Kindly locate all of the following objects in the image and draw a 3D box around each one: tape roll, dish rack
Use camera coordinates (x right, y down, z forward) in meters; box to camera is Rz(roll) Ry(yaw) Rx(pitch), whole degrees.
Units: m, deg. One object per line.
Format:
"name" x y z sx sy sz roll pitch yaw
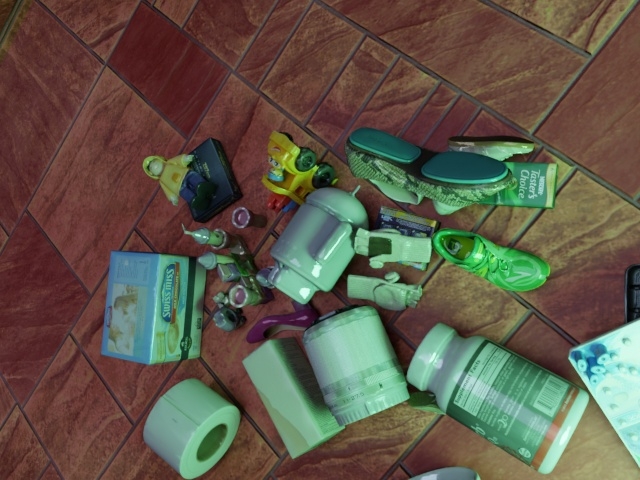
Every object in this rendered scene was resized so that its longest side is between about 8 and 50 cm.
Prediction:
"tape roll" -0.388 0.571 1.664 0.169 0.246 0.246 27 98 27
"dish rack" 0.802 0.155 1.156 0.272 0.074 0.208 0 87 27

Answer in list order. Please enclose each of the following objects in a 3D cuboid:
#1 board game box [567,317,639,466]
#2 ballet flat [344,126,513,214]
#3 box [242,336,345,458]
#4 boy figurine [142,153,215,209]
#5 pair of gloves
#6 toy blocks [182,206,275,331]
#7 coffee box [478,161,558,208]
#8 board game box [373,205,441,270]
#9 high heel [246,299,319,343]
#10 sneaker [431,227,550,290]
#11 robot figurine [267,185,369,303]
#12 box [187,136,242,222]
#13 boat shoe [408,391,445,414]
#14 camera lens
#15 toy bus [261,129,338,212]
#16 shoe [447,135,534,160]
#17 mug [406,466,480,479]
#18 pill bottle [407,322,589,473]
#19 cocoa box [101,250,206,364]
"board game box" 0.773 0.303 1.077 0.390 0.050 0.389 -32 96 22
"ballet flat" 0.270 -0.165 1.428 0.483 0.164 0.181 23 139 35
"box" -0.079 0.440 1.565 0.121 0.148 0.311 -40 67 20
"boy figurine" -0.473 -0.213 1.806 0.285 0.092 0.177 33 105 26
"pair of gloves" 0.177 0.082 1.442 0.204 0.042 0.240 13 120 9
"toy blocks" -0.287 0.089 1.645 0.309 0.260 0.288 -38 70 20
"coffee box" 0.493 -0.140 1.367 0.184 0.040 0.113 8 89 29
"board game box" 0.228 -0.007 1.495 0.170 0.048 0.141 18 92 28
"high heel" -0.112 0.273 1.636 0.244 0.082 0.117 -32 60 9
"sneaker" 0.407 0.049 1.346 0.296 0.123 0.109 20 95 25
"robot figurine" 0.000 0.000 1.504 0.353 0.200 0.300 -56 18 -8
"box" -0.382 -0.202 1.839 0.183 0.059 0.232 -31 71 22
"boat shoe" 0.307 0.424 1.417 0.153 0.048 0.056 -6 59 22
"camera lens" 0.089 0.322 1.441 0.219 0.219 0.274 -30 72 23
"toy bus" -0.093 -0.179 1.568 0.211 0.220 0.149 -51 51 5
"shoe" 0.435 -0.234 1.398 0.219 0.077 0.058 9 116 33
"mug" 0.276 0.759 1.296 0.374 0.276 0.327 -34 75 54
"pill bottle" 0.403 0.351 1.274 0.363 0.210 0.210 28 98 28
"cocoa box" -0.543 0.212 1.790 0.232 0.228 0.346 3 86 29
